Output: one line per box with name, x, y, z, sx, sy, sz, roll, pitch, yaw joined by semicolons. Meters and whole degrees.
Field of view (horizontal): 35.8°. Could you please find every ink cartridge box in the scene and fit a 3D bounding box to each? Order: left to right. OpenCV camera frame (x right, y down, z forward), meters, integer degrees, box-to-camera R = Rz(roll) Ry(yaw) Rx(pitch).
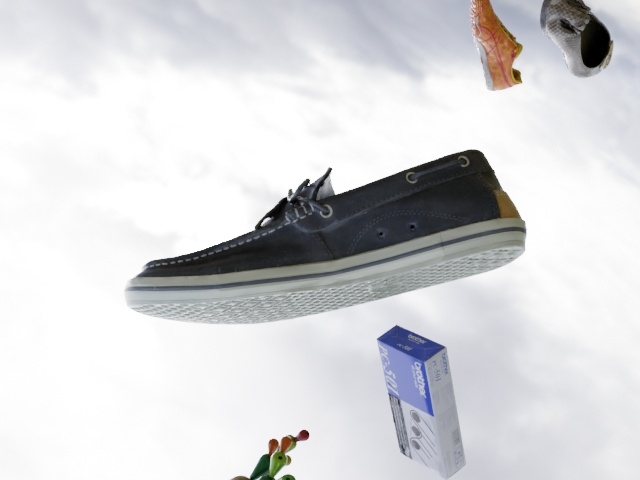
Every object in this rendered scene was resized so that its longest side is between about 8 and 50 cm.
ink cartridge box;0.142;0.226;1.383;0.046;0.207;0.097;-30;-148;-30

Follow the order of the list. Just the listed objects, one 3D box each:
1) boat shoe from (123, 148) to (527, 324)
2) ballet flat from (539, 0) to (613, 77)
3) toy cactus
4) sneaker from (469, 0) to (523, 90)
boat shoe;0.000;0.000;1.234;0.187;0.500;0.156;71;-174;-75
ballet flat;0.366;-0.280;1.363;0.058;0.084;0.250;14;178;31
toy cactus;-0.104;0.433;1.735;0.112;0.180;0.219;46;-137;-32
sneaker;0.259;-0.298;1.459;0.175;0.067;0.064;61;-159;-45
